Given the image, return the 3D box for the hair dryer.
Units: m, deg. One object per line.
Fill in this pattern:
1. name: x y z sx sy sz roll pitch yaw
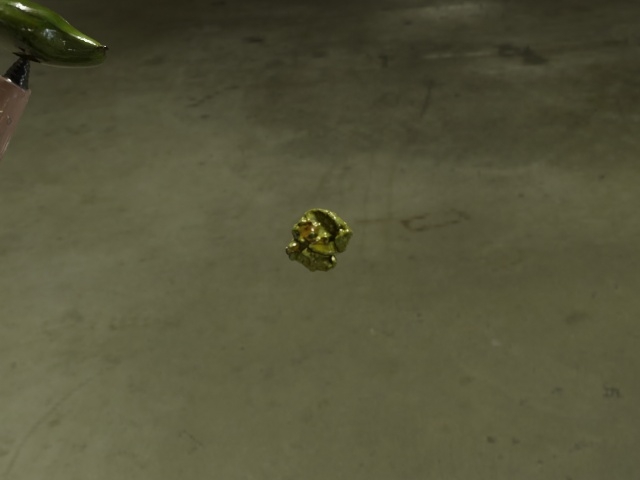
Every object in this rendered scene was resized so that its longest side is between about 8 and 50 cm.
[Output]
1. hair dryer: -0.442 -0.089 1.248 0.106 0.344 0.189 22 7 -46

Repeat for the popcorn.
1. popcorn: -0.001 -0.003 1.049 0.083 0.059 0.068 -36 22 46

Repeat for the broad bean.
1. broad bean: -0.385 -0.253 1.118 0.325 0.075 0.067 17 35 12
